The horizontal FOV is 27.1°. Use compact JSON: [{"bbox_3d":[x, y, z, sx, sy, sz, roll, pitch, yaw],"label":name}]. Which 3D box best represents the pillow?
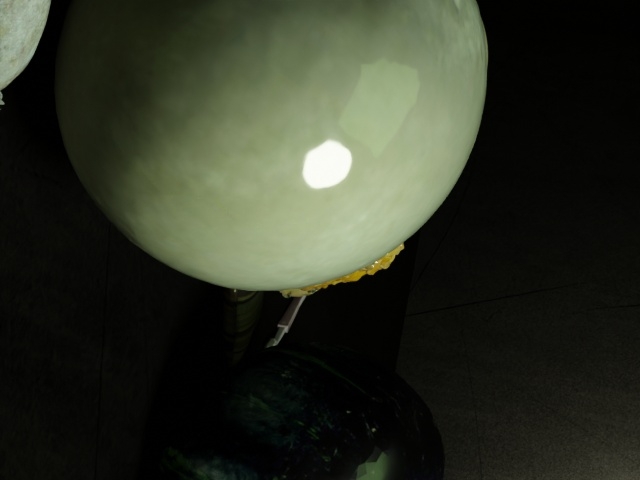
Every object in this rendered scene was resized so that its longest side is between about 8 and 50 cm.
[{"bbox_3d":[-0.073,0.012,1.283,0.113,0.038,0.203,-70,167,-68],"label":"pillow"}]

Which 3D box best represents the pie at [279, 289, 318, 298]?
[{"bbox_3d":[0.000,0.000,1.612,0.282,0.068,0.128,-51,150,-79],"label":"pie"}]

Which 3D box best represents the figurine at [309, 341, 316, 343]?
[{"bbox_3d":[-0.049,0.211,1.501,0.205,0.103,0.260,-46,-173,23],"label":"figurine"}]

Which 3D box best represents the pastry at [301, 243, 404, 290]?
[{"bbox_3d":[0.023,-0.008,1.327,0.250,0.154,0.102,148,-71,-78],"label":"pastry"}]

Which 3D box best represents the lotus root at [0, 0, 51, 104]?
[{"bbox_3d":[-0.157,-0.107,0.576,0.165,0.088,0.088,103,3,-52],"label":"lotus root"}]

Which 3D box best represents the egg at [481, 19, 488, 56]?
[{"bbox_3d":[0.059,-0.182,1.330,0.269,0.219,0.219,-29,128,-71],"label":"egg"}]

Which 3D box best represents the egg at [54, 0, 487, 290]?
[{"bbox_3d":[-0.025,-0.100,0.817,0.352,0.258,0.258,-44,143,-69],"label":"egg"}]

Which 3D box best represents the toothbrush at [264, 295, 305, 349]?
[{"bbox_3d":[-0.041,0.096,1.611,0.194,0.014,0.017,-58,155,-65],"label":"toothbrush"}]

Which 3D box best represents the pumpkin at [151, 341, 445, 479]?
[{"bbox_3d":[-0.029,0.228,1.195,0.315,0.238,0.315,-44,145,-43],"label":"pumpkin"}]
